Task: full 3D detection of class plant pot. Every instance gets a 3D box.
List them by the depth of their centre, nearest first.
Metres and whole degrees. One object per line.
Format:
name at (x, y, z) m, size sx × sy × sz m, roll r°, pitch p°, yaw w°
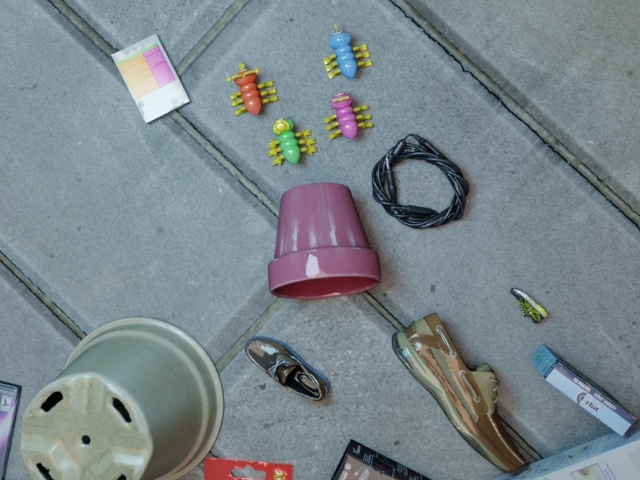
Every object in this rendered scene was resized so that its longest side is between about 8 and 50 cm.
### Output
plant pot at (-0.369, 0.320, 1.521) m, size 0.334 × 0.305 × 0.333 m, roll 0°, pitch 92°, yaw 7°
plant pot at (0.000, 0.000, 1.537) m, size 0.201 × 0.201 × 0.180 m, roll -8°, pitch 75°, yaw 6°

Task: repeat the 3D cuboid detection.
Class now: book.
book at (-0.322, -0.309, 1.630) m, size 0.096 × 0.035 × 0.144 m, roll -26°, pitch 90°, yaw 3°

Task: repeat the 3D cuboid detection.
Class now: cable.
cable at (0.185, -0.096, 1.576) m, size 0.184 × 0.047 × 0.150 m, roll 43°, pitch 96°, yaw 2°

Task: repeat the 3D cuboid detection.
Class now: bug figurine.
bug figurine at (-0.027, -0.264, 1.580) m, size 0.279 × 0.072 × 0.216 m, roll -21°, pitch 90°, yaw 6°

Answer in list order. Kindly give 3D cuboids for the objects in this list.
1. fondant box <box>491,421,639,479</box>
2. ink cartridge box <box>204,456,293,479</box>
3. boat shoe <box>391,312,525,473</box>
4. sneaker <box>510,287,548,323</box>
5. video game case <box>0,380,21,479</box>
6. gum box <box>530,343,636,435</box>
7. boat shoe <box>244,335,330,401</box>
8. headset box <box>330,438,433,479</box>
fondant box at (0.483, 0.483, 1.485) m, size 0.330 × 0.096 × 0.238 m, roll -32°, pitch 88°, yaw 28°
ink cartridge box at (-0.146, 0.539, 1.633) m, size 0.181 × 0.056 × 0.224 m, roll 3°, pitch 94°, yaw 6°
boat shoe at (0.267, 0.271, 1.546) m, size 0.120 × 0.122 × 0.324 m, roll -40°, pitch 89°, yaw 3°
sneaker at (0.379, 0.121, 1.571) m, size 0.083 × 0.031 × 0.035 m, roll 40°, pitch 96°, yaw 3°
video game case at (-0.716, 0.402, 1.702) m, size 0.196 × 0.026 × 0.274 m, roll 12°, pitch 93°, yaw 6°
gum box at (0.454, 0.257, 1.491) m, size 0.157 × 0.184 × 0.041 m, roll 37°, pitch 95°, yaw 3°
boat shoe at (-0.063, 0.240, 1.604) m, size 0.183 × 0.066 × 0.066 m, roll 29°, pitch 95°, yaw 4°
headset box at (0.137, 0.537, 1.572) m, size 0.293 × 0.110 × 0.218 m, roll 27°, pitch 94°, yaw 5°
